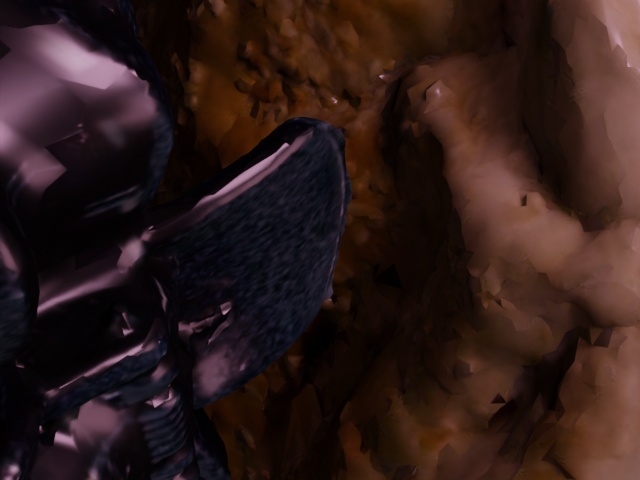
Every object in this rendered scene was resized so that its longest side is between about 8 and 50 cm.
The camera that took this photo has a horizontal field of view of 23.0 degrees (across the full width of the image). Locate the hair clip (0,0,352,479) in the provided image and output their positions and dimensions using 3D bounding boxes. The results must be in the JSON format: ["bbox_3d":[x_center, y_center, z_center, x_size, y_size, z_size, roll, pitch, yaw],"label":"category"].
[{"bbox_3d":[-0.116,0.017,0.463,0.194,0.206,0.310,-54,155,-32],"label":"hair clip"}]

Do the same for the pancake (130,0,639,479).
[{"bbox_3d":[-0.001,0.000,0.581,0.082,0.387,0.387,2,111,-33],"label":"pancake"}]
